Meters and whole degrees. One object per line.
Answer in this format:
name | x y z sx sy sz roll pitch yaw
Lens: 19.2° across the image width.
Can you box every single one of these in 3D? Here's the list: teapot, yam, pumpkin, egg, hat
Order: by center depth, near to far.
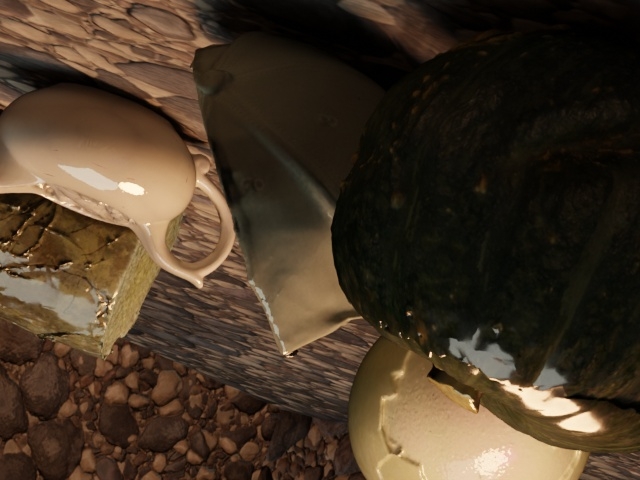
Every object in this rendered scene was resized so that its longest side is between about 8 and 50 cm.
pumpkin | 0.159 -0.001 1.258 0.327 0.257 0.291 33 177 -27
hat | 0.048 -0.060 1.436 0.301 0.258 0.168 -1 132 -15
teapot | -0.217 -0.066 1.885 0.298 0.139 0.204 21 167 -10
yam | -0.338 -0.018 2.158 0.348 0.241 0.241 22 169 -8
egg | 0.177 0.201 2.187 0.278 0.278 0.336 20 166 -7
